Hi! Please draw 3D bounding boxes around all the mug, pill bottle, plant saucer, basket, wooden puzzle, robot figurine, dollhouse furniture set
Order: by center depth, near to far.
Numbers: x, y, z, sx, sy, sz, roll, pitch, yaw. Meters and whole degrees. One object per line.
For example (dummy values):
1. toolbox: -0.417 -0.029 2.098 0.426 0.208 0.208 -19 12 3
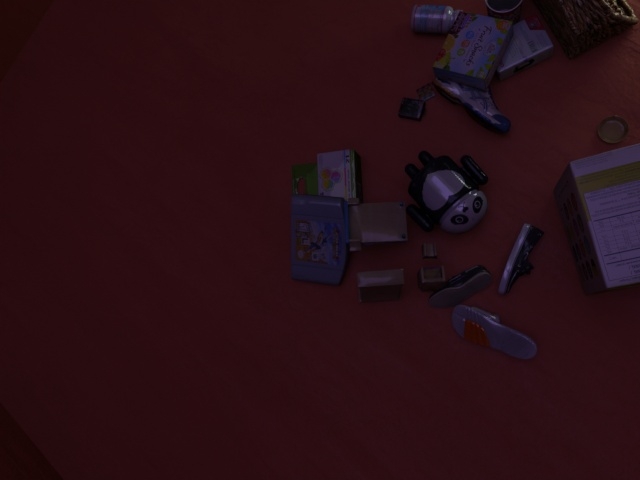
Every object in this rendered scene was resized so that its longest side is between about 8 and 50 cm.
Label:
1. basket: 0.776 -0.740 1.624 0.223 0.213 0.299 -27 76 14
2. plant saucer: 0.869 -0.328 1.642 0.083 0.015 0.084 -3 81 18
3. robot figurine: 0.382 -0.148 1.696 0.278 0.173 0.209 51 141 18
4. mug: 0.586 -0.722 1.708 0.150 0.169 0.113 -21 76 14
5. dollhouse furniture set: 0.224 0.018 1.736 0.286 0.198 0.304 -4 71 4
6. pill bottle: 0.383 -0.728 1.820 0.160 0.087 0.087 11 86 19
7. wooden puzzle: 0.352 -0.492 1.842 0.083 0.006 0.049 -26 76 14

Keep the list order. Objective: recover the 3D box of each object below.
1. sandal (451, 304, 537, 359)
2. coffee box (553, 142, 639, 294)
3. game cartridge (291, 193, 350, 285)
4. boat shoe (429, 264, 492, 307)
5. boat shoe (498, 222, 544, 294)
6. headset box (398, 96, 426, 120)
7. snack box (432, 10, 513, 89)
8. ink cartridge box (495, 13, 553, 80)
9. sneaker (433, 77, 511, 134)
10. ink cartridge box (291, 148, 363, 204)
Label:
1. sandal: 0.519 0.272 1.647 0.265 0.076 0.102 25 115 31
2. coffee box: 0.844 -0.056 1.444 0.338 0.337 0.335 -15 79 15
3. game cartridge: 0.000 0.000 1.816 0.198 0.062 0.298 7 107 23
4. boat shoe: 0.429 0.142 1.716 0.206 0.075 0.065 -30 32 18
5. boat shoe: 0.603 0.063 1.652 0.076 0.080 0.229 23 83 21
6. headset box: 0.307 -0.435 1.836 0.083 0.032 0.062 16 88 21
7. snack box: 0.469 -0.585 1.699 0.174 0.070 0.207 25 84 26
8. ink cartridge box: 0.616 -0.603 1.732 0.175 0.072 0.128 -24 75 15
9. sneaker: 0.497 -0.459 1.734 0.131 0.112 0.296 -47 72 7
10. ink cartridge box: 0.007 -0.192 1.870 0.255 0.097 0.189 -5 82 17
